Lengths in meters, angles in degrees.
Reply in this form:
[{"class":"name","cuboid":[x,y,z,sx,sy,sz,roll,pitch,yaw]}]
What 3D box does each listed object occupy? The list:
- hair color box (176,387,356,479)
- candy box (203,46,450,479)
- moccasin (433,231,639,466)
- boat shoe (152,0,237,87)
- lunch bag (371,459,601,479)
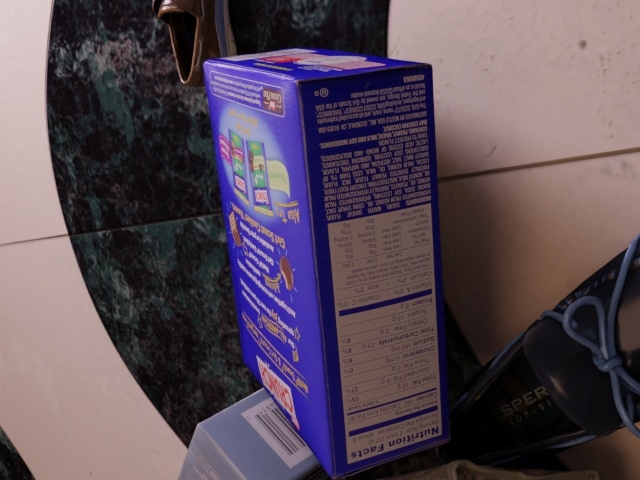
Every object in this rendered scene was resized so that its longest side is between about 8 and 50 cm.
[{"class":"hair color box","cuboid":[-0.081,0.321,1.035,0.113,0.185,0.375,44,133,24]},{"class":"candy box","cuboid":[0.000,0.000,0.801,0.268,0.122,0.317,-146,49,-64]},{"class":"moccasin","cuboid":[0.213,0.106,0.693,0.138,0.116,0.342,52,136,17]},{"class":"boat shoe","cuboid":[-0.137,-0.250,0.945,0.066,0.066,0.183,-7,101,47]},{"class":"lunch bag","cuboid":[0.115,0.342,0.752,0.235,0.168,0.287,140,134,-61]}]
